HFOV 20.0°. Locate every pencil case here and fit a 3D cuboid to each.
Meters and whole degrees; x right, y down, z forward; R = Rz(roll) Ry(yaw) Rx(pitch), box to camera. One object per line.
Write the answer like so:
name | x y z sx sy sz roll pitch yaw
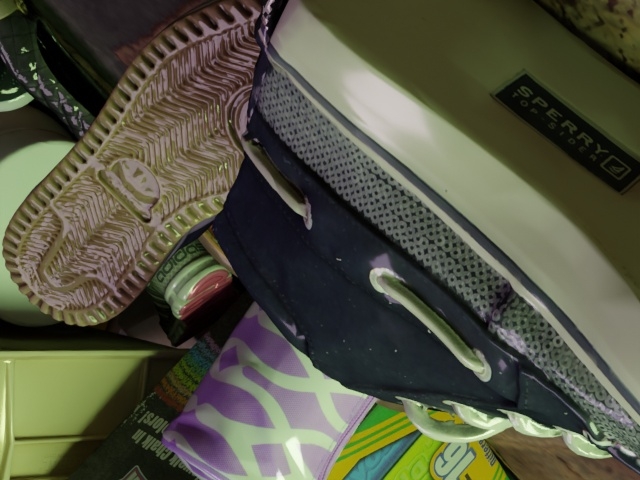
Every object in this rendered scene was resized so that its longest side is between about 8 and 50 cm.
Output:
pencil case | 0.014 0.041 0.850 0.088 0.206 0.086 34 174 17

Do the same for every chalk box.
chalk box | -0.042 0.198 1.187 0.180 0.289 0.179 24 155 47

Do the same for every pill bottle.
pill bottle | -0.272 -0.037 1.354 0.283 0.160 0.160 21 153 49

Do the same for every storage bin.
storage bin | -0.245 0.119 1.295 0.260 0.123 0.262 4 -177 -44

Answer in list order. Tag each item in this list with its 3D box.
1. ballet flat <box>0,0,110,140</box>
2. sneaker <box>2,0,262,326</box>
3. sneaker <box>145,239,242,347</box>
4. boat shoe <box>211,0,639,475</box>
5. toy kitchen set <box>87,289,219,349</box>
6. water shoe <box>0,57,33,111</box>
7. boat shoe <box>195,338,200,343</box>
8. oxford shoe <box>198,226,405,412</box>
ballet flat | -0.155 -0.101 1.164 0.173 0.049 0.057 50 -156 -18
sneaker | -0.040 -0.072 0.901 0.099 0.153 0.282 48 132 -8
sneaker | -0.102 0.025 1.300 0.075 0.063 0.170 52 170 10
boat shoe | 0.097 0.033 0.700 0.340 0.127 0.158 46 140 21
toy kitchen set | -0.158 0.059 1.507 0.207 0.166 0.122 -16 129 27
water shoe | -0.255 -0.163 1.161 0.203 0.073 0.080 47 164 -12
boat shoe | -0.015 0.197 1.404 0.108 0.102 0.301 0 139 41
oxford shoe | 0.000 0.000 1.033 0.212 0.076 0.076 40 133 17
